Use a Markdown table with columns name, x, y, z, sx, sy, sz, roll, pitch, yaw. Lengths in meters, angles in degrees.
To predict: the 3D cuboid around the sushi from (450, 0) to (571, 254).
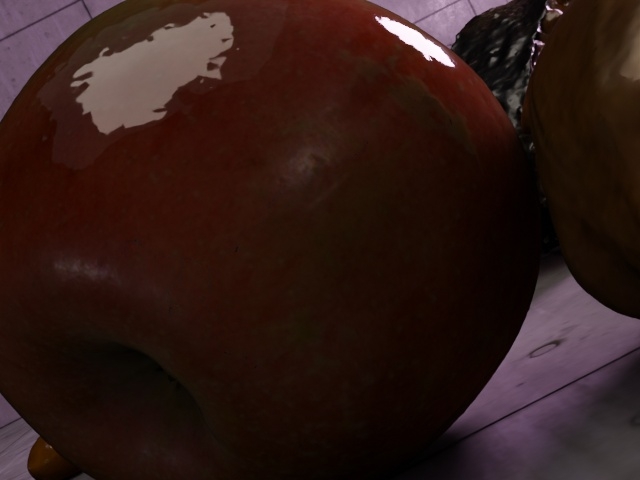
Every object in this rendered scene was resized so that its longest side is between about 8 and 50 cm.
| name | x | y | z | sx | sy | sz | roll | pitch | yaw |
| --- | --- | --- | --- | --- | --- | --- | --- | --- | --- |
| sushi | 0.243 | -0.123 | 1.124 | 0.207 | 0.234 | 0.348 | -18 | 41 | 42 |

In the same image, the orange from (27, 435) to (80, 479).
| name | x | y | z | sx | sy | sz | roll | pitch | yaw |
| --- | --- | --- | --- | --- | --- | --- | --- | --- | --- |
| orange | -0.321 | 0.261 | 1.291 | 0.086 | 0.062 | 0.086 | -30 | 1 | 1 |

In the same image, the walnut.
| name | x | y | z | sx | sy | sz | roll | pitch | yaw |
| --- | --- | --- | --- | --- | --- | --- | --- | --- | --- |
| walnut | 0.206 | -0.060 | 0.550 | 0.209 | 0.209 | 0.336 | -26 | 12 | 33 |

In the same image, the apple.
| name | x | y | z | sx | sy | sz | roll | pitch | yaw |
| --- | --- | --- | --- | --- | --- | --- | --- | --- | --- |
| apple | -0.041 | 0.011 | 0.614 | 0.319 | 0.319 | 0.277 | -25 | 31 | 49 |
